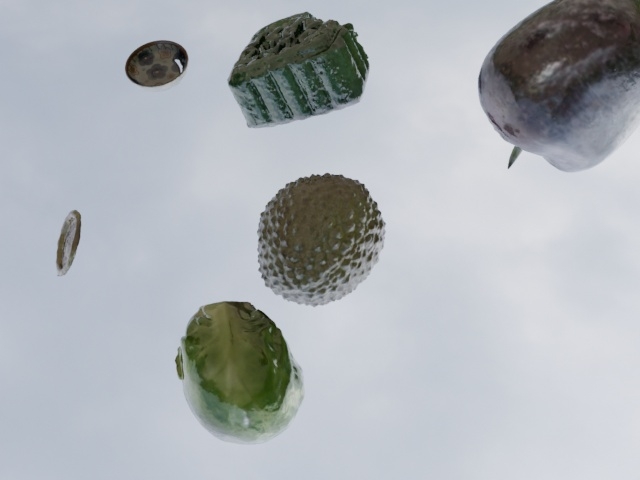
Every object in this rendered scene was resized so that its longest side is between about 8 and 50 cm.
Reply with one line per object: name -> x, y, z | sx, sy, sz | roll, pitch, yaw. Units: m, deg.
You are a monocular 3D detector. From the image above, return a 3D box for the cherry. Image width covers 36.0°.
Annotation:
cherry -> 0.353, -0.218, 1.391 | 0.255, 0.296, 0.218 | 14, -137, -41

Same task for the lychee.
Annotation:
lychee -> 0.000, 0.000, 1.893 | 0.255, 0.255, 0.274 | 11, -136, 2

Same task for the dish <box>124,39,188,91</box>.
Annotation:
dish -> -0.350, -0.362, 2.158 | 0.141, 0.078, 0.141 | -4, -124, 5

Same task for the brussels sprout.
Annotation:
brussels sprout -> -0.136, 0.219, 1.630 | 0.244, 0.244, 0.244 | 6, -143, -5

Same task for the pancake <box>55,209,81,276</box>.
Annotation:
pancake -> -0.396, 0.006, 1.546 | 0.011, 0.115, 0.115 | 13, -147, -27

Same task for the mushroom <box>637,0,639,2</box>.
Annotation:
mushroom -> 0.483, -0.400, 1.538 | 0.333, 0.107, 0.087 | 31, -148, 14

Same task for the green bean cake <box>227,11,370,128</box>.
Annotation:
green bean cake -> -0.038, -0.418, 2.292 | 0.300, 0.169, 0.308 | -13, -148, 23
